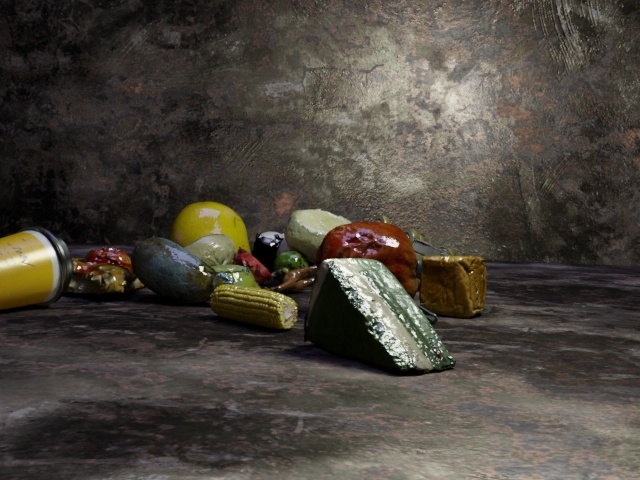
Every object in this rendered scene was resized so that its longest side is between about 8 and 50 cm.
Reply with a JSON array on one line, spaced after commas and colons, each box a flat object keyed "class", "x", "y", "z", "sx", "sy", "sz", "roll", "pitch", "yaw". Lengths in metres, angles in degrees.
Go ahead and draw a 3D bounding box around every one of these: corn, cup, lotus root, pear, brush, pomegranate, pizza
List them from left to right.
[{"class": "cup", "x": -0.719, "y": 0.078, "z": 1.591, "sx": 0.196, "sy": 0.197, "sz": 0.279, "roll": 4, "pitch": 12, "yaw": 28}, {"class": "pizza", "x": -0.613, "y": 0.085, "z": 1.956, "sx": 0.439, "sy": 0.130, "sz": 0.406, "roll": 0, "pitch": 1, "yaw": -35}, {"class": "lotus root", "x": -0.365, "y": 0.096, "z": 1.838, "sx": 0.322, "sy": 0.140, "sz": 0.158, "roll": 24, "pitch": -11, "yaw": 30}, {"class": "pear", "x": -0.391, "y": 0.016, "z": 2.472, "sx": 0.284, "sy": 0.285, "sz": 0.336, "roll": 1, "pitch": 43, "yaw": -14}, {"class": "corn", "x": -0.153, "y": 0.144, "z": 1.548, "sx": 0.248, "sy": 0.081, "sz": 0.081, "roll": 5, "pitch": 4, "yaw": 43}, {"class": "pomegranate", "x": -0.104, "y": 0.097, "z": 2.247, "sx": 0.122, "sy": 0.122, "sz": 0.161, "roll": 3, "pitch": 16, "yaw": 24}, {"class": "brush", "x": 0.230, "y": 0.165, "z": 1.753, "sx": 0.027, "sy": 0.062, "sz": 0.266, "roll": -14, "pitch": 10, "yaw": -12}]

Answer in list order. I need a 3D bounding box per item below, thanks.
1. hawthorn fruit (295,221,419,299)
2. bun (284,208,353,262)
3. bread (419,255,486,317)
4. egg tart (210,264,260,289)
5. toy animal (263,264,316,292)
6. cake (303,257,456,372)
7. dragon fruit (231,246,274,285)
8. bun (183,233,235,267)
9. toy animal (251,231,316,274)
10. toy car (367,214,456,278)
[{"class": "hawthorn fruit", "x": 0.114, "y": 0.070, "z": 1.702, "sx": 0.261, "sy": 0.258, "sz": 0.258, "roll": 30, "pitch": -3, "yaw": -12}, {"class": "bun", "x": 0.000, "y": 0.000, "z": 2.342, "sx": 0.259, "sy": 0.152, "sz": 0.259, "roll": 15, "pitch": 23, "yaw": -6}, {"class": "bread", "x": 0.341, "y": 0.114, "z": 1.801, "sx": 0.143, "sy": 0.158, "sz": 0.149, "roll": -2, "pitch": 2, "yaw": 28}, {"class": "egg tart", "x": -0.275, "y": 0.116, "z": 2.054, "sx": 0.197, "sy": 0.078, "sz": 0.197, "roll": 0, "pitch": 5, "yaw": 0}, {"class": "toy animal", "x": -0.078, "y": 0.123, "z": 2.077, "sx": 0.229, "sy": 0.066, "sz": 0.224, "roll": -18, "pitch": 0, "yaw": -19}, {"class": "cake", "x": 0.109, "y": 0.127, "z": 1.254, "sx": 0.158, "sy": 0.172, "sz": 0.283, "roll": -2, "pitch": 7, "yaw": -33}, {"class": "dragon fruit", "x": -0.237, "y": 0.108, "z": 2.249, "sx": 0.153, "sy": 0.111, "sz": 0.153, "roll": 40, "pitch": -7, "yaw": 5}, {"class": "bun", "x": -0.360, "y": 0.070, "z": 2.170, "sx": 0.237, "sy": 0.116, "sz": 0.210, "roll": -30, "pitch": -12, "yaw": -28}, {"class": "toy animal", "x": -0.115, "y": 0.053, "z": 2.502, "sx": 0.235, "sy": 0.165, "sz": 0.187, "roll": 3, "pitch": 0, "yaw": 19}, {"class": "toy car", "x": 0.282, "y": 0.070, "z": 2.380, "sx": 0.242, "sy": 0.226, "sz": 0.336, "roll": 23, "pitch": 6, "yaw": -37}]
